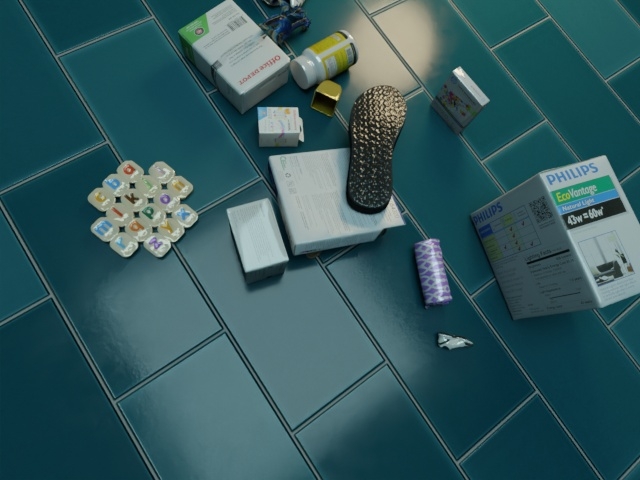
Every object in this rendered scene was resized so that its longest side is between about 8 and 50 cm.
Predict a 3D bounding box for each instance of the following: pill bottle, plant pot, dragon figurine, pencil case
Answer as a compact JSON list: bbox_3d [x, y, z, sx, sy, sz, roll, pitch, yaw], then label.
[{"bbox_3d":[0.012,-0.590,1.420,0.208,0.119,0.119,-35,83,-16],"label":"pill bottle"},{"bbox_3d":[0.026,-0.473,1.412,0.081,0.081,0.083,25,64,-1],"label":"plant pot"},{"bbox_3d":[-0.116,-0.710,1.384,0.085,0.289,0.144,45,109,1],"label":"dragon figurine"},{"bbox_3d":[0.340,0.097,1.303,0.088,0.086,0.206,4,73,-44],"label":"pencil case"}]

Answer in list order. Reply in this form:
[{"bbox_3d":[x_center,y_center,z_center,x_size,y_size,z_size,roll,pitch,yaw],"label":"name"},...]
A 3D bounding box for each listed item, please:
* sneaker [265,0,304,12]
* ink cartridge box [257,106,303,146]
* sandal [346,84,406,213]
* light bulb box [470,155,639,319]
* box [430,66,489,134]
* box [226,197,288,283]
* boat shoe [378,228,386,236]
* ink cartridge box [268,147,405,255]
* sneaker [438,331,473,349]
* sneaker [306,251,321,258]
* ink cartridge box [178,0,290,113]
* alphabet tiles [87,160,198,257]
[{"bbox_3d":[-0.182,-0.890,1.481,0.296,0.111,0.130,22,78,-1],"label":"sneaker"},{"bbox_3d":[-0.123,-0.353,1.348,0.143,0.090,0.092,-3,75,-9],"label":"ink cartridge box"},{"bbox_3d":[0.152,-0.276,1.302,0.167,0.107,0.446,13,68,0],"label":"sandal"},{"bbox_3d":[0.669,0.010,1.234,0.225,0.358,0.361,-15,79,-15],"label":"light bulb box"},{"bbox_3d":[0.450,-0.450,1.415,0.038,0.186,0.145,-36,83,-16],"label":"box"},{"bbox_3d":[-0.174,0.007,1.193,0.118,0.181,0.182,-17,78,-12],"label":"box"},{"bbox_3d":[0.150,-0.105,1.350,0.065,0.075,0.206,4,61,-53],"label":"boat shoe"},{"bbox_3d":[0.039,-0.130,1.276,0.329,0.071,0.324,-9,58,-15],"label":"ink cartridge box"},{"bbox_3d":[0.397,0.303,1.282,0.109,0.040,0.044,12,90,-2],"label":"sneaker"},{"bbox_3d":[0.000,0.000,1.301,0.042,0.067,0.119,34,102,-1],"label":"sneaker"},{"bbox_3d":[-0.267,-0.579,1.370,0.211,0.121,0.289,-41,84,-17],"label":"ink cartridge box"},{"bbox_3d":[-0.510,-0.093,1.251,0.278,0.021,0.284,38,73,2],"label":"alphabet tiles"}]
